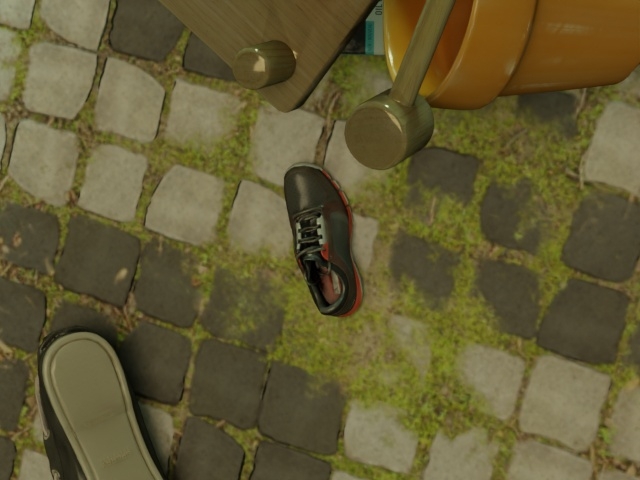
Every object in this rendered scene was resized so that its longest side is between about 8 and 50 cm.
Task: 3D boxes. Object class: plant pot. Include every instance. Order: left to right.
[{"bbox_3d":[0.178,-0.207,1.640,0.188,0.205,0.205,6,101,-21],"label":"plant pot"}]

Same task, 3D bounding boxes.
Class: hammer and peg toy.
[{"bbox_3d":[-0.003,-0.247,1.579,0.361,0.127,0.266,42,117,11],"label":"hammer and peg toy"}]

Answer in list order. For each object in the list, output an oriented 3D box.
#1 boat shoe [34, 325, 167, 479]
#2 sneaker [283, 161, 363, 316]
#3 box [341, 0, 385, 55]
[{"bbox_3d":[-0.214,0.247,1.939,0.112,0.095,0.335,-16,96,-16],"label":"boat shoe"},{"bbox_3d":[0.000,0.000,1.839,0.061,0.065,0.158,-19,90,19],"label":"sneaker"},{"bbox_3d":[0.071,-0.224,1.791,0.244,0.060,0.101,3,97,18],"label":"box"}]
